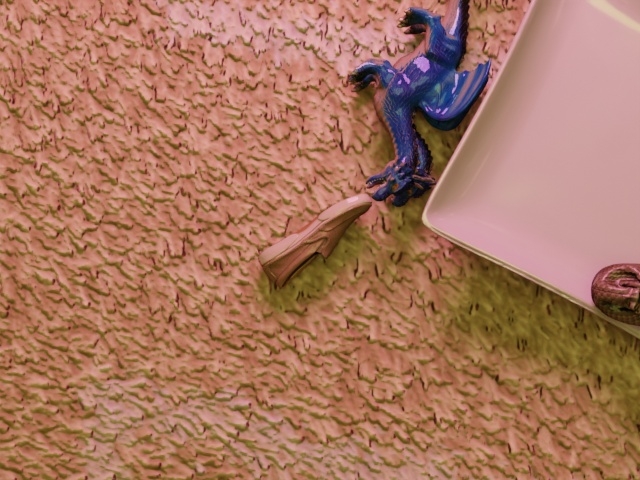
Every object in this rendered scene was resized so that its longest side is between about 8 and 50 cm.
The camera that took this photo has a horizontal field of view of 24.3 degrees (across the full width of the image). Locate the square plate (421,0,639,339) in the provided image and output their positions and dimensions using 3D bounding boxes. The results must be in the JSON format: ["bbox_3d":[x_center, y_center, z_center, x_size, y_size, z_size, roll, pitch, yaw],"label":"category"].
[{"bbox_3d":[0.326,-0.090,1.532,0.344,0.049,0.347,27,85,-3],"label":"square plate"}]

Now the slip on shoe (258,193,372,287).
[{"bbox_3d":[0.000,0.000,1.553,0.135,0.051,0.041,-31,78,2],"label":"slip on shoe"}]

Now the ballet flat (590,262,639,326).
[{"bbox_3d":[0.394,0.060,1.478,0.250,0.058,0.084,7,90,-6],"label":"ballet flat"}]

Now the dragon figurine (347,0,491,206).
[{"bbox_3d":[0.128,-0.168,1.548,0.144,0.085,0.289,42,87,8],"label":"dragon figurine"}]
